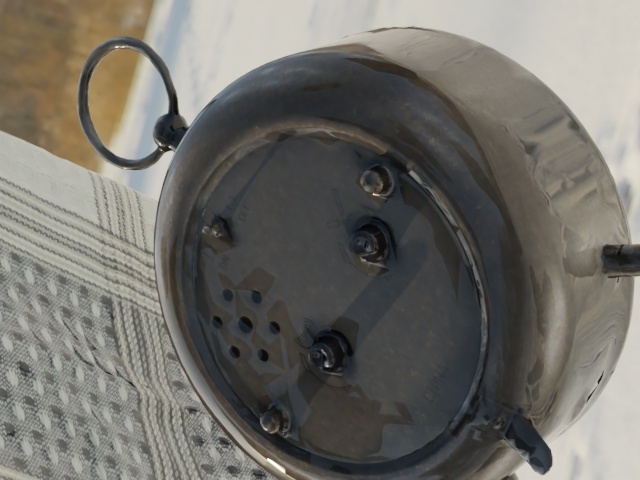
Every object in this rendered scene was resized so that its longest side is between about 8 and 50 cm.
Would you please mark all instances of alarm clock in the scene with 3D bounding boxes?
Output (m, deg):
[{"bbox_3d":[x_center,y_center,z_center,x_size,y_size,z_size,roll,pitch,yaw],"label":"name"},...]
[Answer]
[{"bbox_3d":[0.000,0.000,0.469,0.064,0.192,0.129,-22,-41,-51],"label":"alarm clock"}]

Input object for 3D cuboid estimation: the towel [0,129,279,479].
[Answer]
[{"bbox_3d":[-0.089,0.085,0.810,0.056,0.324,0.312,-36,53,18],"label":"towel"}]
